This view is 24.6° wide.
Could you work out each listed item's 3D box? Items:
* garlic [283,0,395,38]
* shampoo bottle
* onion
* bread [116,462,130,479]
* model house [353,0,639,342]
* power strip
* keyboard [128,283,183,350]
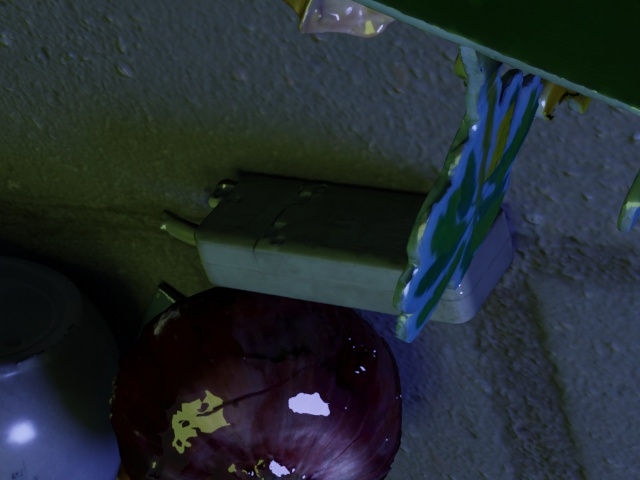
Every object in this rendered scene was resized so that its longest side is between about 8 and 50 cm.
[{"bbox_3d":[-0.034,-0.219,0.871,0.245,0.164,0.145,31,153,21],"label":"garlic"},{"bbox_3d":[-0.319,0.173,1.382,0.273,0.273,0.266,16,123,25],"label":"shampoo bottle"},{"bbox_3d":[-0.057,0.135,1.224,0.252,0.219,0.252,-9,127,-13],"label":"onion"},{"bbox_3d":[-0.093,0.281,1.489,0.271,0.077,0.139,15,140,28],"label":"bread"},{"bbox_3d":[0.171,-0.092,0.697,0.243,0.357,0.312,22,150,18],"label":"model house"},{"bbox_3d":[0.000,0.000,1.119,0.288,0.093,0.053,8,132,32],"label":"power strip"},{"bbox_3d":[-0.153,0.103,1.405,0.055,0.014,0.176,35,142,4],"label":"keyboard"}]
